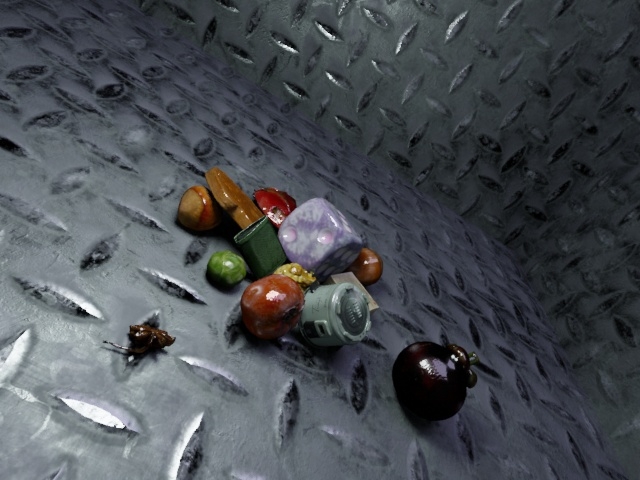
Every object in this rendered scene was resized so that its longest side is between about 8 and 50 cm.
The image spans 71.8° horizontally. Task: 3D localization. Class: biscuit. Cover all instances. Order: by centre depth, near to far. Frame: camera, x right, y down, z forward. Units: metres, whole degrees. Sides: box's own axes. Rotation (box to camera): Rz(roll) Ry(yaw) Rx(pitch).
[{"bbox_3d":[-0.312,-0.114,1.835,0.455,0.078,0.350,50,10,-27],"label":"biscuit"}]

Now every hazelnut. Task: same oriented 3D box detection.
[{"bbox_3d":[-0.475,-0.119,1.736,0.182,0.182,0.182,27,31,-17],"label":"hazelnut"},{"bbox_3d":[0.196,0.127,2.103,0.214,0.177,0.214,-2,17,1],"label":"hazelnut"}]

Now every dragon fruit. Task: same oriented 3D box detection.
[{"bbox_3d":[-0.193,-0.165,2.124,0.282,0.100,0.344,28,27,-25],"label":"dragon fruit"}]

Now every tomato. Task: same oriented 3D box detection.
[{"bbox_3d":[-0.169,0.225,1.524,0.188,0.232,0.231,34,25,31],"label":"tomato"}]

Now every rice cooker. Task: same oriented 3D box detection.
[{"bbox_3d":[0.042,0.277,1.639,0.241,0.226,0.281,-35,107,-47],"label":"rice cooker"}]

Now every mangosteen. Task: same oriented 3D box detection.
[{"bbox_3d":[0.423,0.510,1.645,0.296,0.313,0.297,29,39,-27],"label":"mangosteen"}]

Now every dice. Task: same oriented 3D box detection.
[{"bbox_3d":[0.000,0.000,1.899,0.271,0.270,0.270,52,13,24],"label":"dice"}]

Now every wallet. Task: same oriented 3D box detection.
[{"bbox_3d":[-0.225,0.034,1.692,0.160,0.236,0.055,-40,46,-19],"label":"wallet"}]

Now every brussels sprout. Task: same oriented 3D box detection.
[{"bbox_3d":[-0.338,0.099,1.613,0.154,0.118,0.155,21,37,-17],"label":"brussels sprout"}]

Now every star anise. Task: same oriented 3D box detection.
[{"bbox_3d":[-0.504,0.276,1.240,0.190,0.070,0.097,15,9,-31],"label":"star anise"}]

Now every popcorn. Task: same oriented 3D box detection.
[{"bbox_3d":[-0.102,0.166,1.724,0.180,0.180,0.170,36,73,12],"label":"popcorn"}]

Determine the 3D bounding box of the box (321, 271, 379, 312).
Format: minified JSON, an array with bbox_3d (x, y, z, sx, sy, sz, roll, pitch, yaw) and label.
[{"bbox_3d":[0.125,0.248,1.921,0.168,0.095,0.212,-5,50,-48],"label":"box"}]
